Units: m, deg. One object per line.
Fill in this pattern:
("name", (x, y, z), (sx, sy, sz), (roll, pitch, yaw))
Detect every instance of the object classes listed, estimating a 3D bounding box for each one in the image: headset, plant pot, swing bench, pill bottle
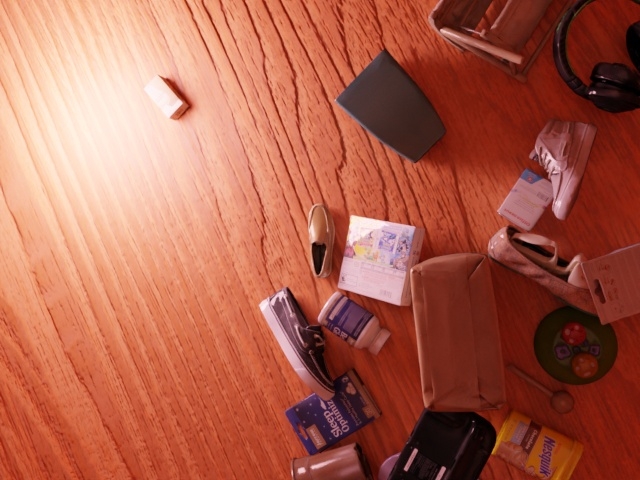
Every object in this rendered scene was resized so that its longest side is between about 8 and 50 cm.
("headset", (0.693, -0.378, 1.407), (0.394, 0.185, 0.243), (41, 100, -3))
("plant pot", (0.036, 0.579, 1.587), (0.165, 0.167, 0.167), (-24, 83, 6))
("swing bench", (0.424, -0.545, 1.498), (0.254, 0.165, 0.253), (35, 98, 18))
("plant pot", (0.180, -0.301, 1.560), (0.165, 0.165, 0.234), (-44, 87, 10))
("pill bottle", (0.086, 0.208, 1.607), (0.169, 0.094, 0.094), (33, 97, 13))

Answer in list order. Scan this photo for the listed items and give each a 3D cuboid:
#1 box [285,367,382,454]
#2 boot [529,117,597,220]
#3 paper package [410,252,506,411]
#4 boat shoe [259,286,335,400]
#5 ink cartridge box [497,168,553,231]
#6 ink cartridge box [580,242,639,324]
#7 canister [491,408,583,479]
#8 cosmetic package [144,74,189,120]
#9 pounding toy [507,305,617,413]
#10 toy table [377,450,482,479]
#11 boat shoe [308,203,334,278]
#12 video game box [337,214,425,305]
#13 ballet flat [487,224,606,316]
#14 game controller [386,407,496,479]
("box", (0.026, 0.439, 1.651), (0.225, 0.036, 0.136), (-35, 81, 13))
("boot", (0.529, -0.165, 1.470), (0.123, 0.095, 0.258), (16, 62, 22))
("paper package", (0.305, 0.184, 1.430), (0.168, 0.325, 0.310), (-6, 88, 14))
("boat shoe", (-0.036, 0.251, 1.631), (0.102, 0.108, 0.301), (-37, 67, 7))
("ink cartridge box", (0.484, -0.092, 1.527), (0.088, 0.052, 0.122), (34, 96, 13))
("ink cartridge box", (0.666, 0.095, 1.446), (0.179, 0.045, 0.146), (-16, 85, -10))
("canister", (0.496, 0.481, 1.505), (0.169, 0.073, 0.126), (26, 95, 15))
("cosmetic package", (-0.419, -0.389, 1.779), (0.060, 0.041, 0.115), (-45, 79, 10))
("pounding toy", (0.561, 0.263, 1.472), (0.183, 0.110, 0.237), (39, 98, 12))
("toy table", (0.257, 0.602, 1.522), (0.274, 0.161, 0.252), (4, 90, 16))
("boat shoe", (0.000, 0.000, 1.644), (0.068, 0.072, 0.190), (-7, 87, 15))
("video game box", (0.143, 0.045, 1.576), (0.205, 0.048, 0.187), (13, 95, 44))
("ballet flat", (0.532, 0.062, 1.474), (0.316, 0.107, 0.106), (28, 128, 13))
("game controller", (0.248, 0.505, 1.422), (0.166, 0.067, 0.319), (30, 96, 30))
